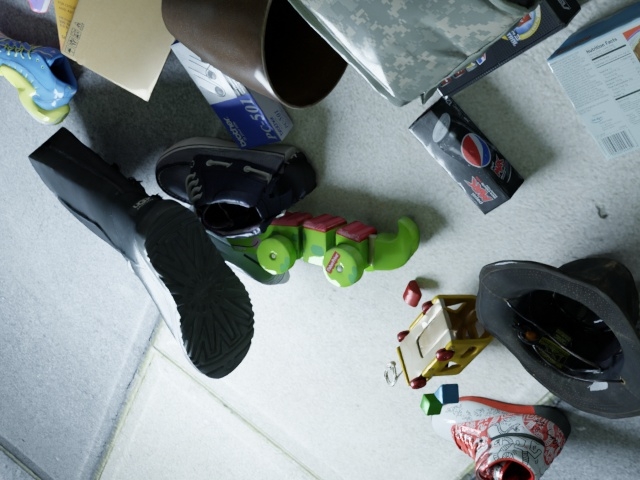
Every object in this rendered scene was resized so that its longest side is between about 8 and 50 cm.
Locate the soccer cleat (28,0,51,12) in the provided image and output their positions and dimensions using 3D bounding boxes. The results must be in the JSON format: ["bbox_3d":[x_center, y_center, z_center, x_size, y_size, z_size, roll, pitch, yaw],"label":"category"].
[{"bbox_3d":[-0.565,-0.469,1.742,0.318,0.109,0.116,20,110,23],"label":"soccer cleat"}]

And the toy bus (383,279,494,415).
[{"bbox_3d":[0.200,0.171,1.697,0.202,0.104,0.190,-150,64,-64],"label":"toy bus"}]

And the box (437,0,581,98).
[{"bbox_3d":[0.161,-0.338,1.320,0.270,0.060,0.216,52,140,-10],"label":"box"}]

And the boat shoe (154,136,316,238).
[{"bbox_3d":[-0.184,-0.085,1.744,0.341,0.158,0.127,0,124,39],"label":"boat shoe"}]

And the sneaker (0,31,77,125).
[{"bbox_3d":[-0.523,-0.328,1.885,0.240,0.091,0.126,47,121,-4],"label":"sneaker"}]

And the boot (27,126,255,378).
[{"bbox_3d":[-0.324,0.016,1.868,0.445,0.146,0.367,26,143,45],"label":"boot"}]

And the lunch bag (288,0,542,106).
[{"bbox_3d":[0.098,-0.319,1.213,0.287,0.169,0.235,53,139,-3],"label":"lunch bag"}]

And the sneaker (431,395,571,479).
[{"bbox_3d":[0.271,0.342,1.753,0.270,0.145,0.090,-4,121,42],"label":"sneaker"}]

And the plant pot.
[{"bbox_3d":[-0.100,-0.312,1.448,0.230,0.215,0.215,20,135,32],"label":"plant pot"}]

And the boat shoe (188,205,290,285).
[{"bbox_3d":[-0.150,0.017,1.866,0.226,0.083,0.076,39,-179,25],"label":"boat shoe"}]

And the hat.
[{"bbox_3d":[0.374,0.105,1.474,0.331,0.134,0.331,37,158,18],"label":"hat"}]

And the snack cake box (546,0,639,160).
[{"bbox_3d":[0.414,-0.210,1.203,0.264,0.089,0.152,-21,108,47],"label":"snack cake box"}]

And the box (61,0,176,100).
[{"bbox_3d":[-0.310,-0.331,1.654,0.164,0.021,0.201,29,133,-5],"label":"box"}]

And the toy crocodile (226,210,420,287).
[{"bbox_3d":[0.000,0.000,1.706,0.341,0.115,0.105,9,110,31],"label":"toy crocodile"}]

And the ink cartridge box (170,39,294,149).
[{"bbox_3d":[-0.136,-0.241,1.639,0.097,0.046,0.207,-8,126,43],"label":"ink cartridge box"}]

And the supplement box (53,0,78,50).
[{"bbox_3d":[-0.384,-0.409,1.690,0.078,0.080,0.233,21,133,21],"label":"supplement box"}]

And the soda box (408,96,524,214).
[{"bbox_3d":[0.205,-0.121,1.477,0.169,0.053,0.060,47,140,-5],"label":"soda box"}]
